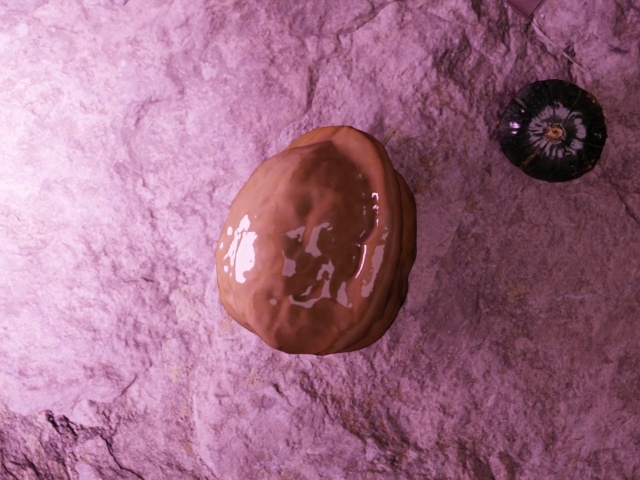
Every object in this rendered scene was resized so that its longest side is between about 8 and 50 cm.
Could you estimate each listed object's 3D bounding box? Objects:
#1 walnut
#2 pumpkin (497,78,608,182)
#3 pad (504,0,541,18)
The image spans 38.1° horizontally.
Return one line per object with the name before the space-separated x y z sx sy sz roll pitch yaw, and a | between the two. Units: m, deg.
walnut | 0.001 0.014 1.582 0.384 0.383 0.383 -2 105 -6
pumpkin | 0.416 -0.195 1.655 0.190 0.146 0.190 -2 106 -9
pad | 0.384 -0.569 1.623 0.202 0.005 0.299 36 98 -15
